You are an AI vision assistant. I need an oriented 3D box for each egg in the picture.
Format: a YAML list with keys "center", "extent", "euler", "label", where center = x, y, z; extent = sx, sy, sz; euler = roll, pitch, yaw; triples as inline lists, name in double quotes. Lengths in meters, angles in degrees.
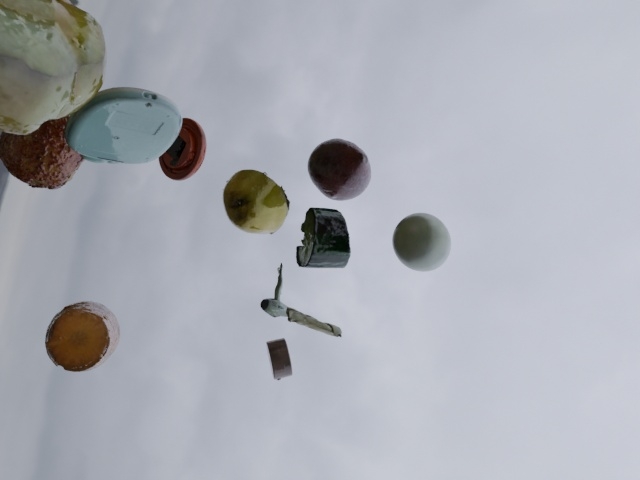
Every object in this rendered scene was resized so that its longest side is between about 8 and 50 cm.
- center: [0.270, 0.008, 1.384]
  extent: [0.151, 0.209, 0.151]
  euler: [-6, -108, 18]
  label: "egg"

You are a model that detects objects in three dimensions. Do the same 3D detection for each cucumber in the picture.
- center: [0.004, 0.000, 1.582]
  extent: [0.191, 0.130, 0.191]
  euler: [-179, -90, -66]
  label: "cucumber"

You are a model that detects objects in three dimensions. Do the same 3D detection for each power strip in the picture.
- center: [-0.158, 0.458, 2.012]
  extent: [0.154, 0.078, 0.154]
  euler: [168, -90, -78]
  label: "power strip"

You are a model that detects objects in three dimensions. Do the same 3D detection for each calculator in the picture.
- center: [-0.364, -0.197, 0.959]
  extent: [0.295, 0.184, 0.042]
  euler: [-24, -114, 50]
  label: "calculator"

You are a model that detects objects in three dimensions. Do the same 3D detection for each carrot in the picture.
- center: [-0.612, 0.239, 1.309]
  extent: [0.254, 0.195, 0.196]
  euler: [149, -48, -69]
  label: "carrot"

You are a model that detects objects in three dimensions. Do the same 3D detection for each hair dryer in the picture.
- center: [-0.134, 0.208, 1.971]
  extent: [0.067, 0.167, 0.199]
  euler: [-10, -131, 43]
  label: "hair dryer"

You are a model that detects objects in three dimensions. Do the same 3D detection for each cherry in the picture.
- center: [0.072, -0.253, 1.848]
  extent: [0.203, 0.230, 0.300]
  euler: [-41, -170, -21]
  label: "cherry"

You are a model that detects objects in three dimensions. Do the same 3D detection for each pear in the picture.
- center: [-0.261, -0.113, 1.862]
  extent: [0.267, 0.267, 0.178]
  euler: [-53, -179, 27]
  label: "pear"

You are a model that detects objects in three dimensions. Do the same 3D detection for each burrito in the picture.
- center: [-0.019, 0.250, 1.579]
  extent: [0.045, 0.185, 0.041]
  euler: [-41, -150, 59]
  label: "burrito"

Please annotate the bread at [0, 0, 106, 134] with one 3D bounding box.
- center: [-0.481, -0.283, 0.719]
  extent: [0.210, 0.341, 0.301]
  euler: [-35, -112, 34]
  label: "bread"

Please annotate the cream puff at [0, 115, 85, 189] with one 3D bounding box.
- center: [-0.625, -0.237, 1.189]
  extent: [0.240, 0.164, 0.240]
  euler: [-23, -134, 26]
  label: "cream puff"

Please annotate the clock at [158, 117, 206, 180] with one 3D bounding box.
- center: [-0.449, -0.294, 1.680]
  extent: [0.205, 0.051, 0.205]
  euler: [-5, -99, 32]
  label: "clock"
